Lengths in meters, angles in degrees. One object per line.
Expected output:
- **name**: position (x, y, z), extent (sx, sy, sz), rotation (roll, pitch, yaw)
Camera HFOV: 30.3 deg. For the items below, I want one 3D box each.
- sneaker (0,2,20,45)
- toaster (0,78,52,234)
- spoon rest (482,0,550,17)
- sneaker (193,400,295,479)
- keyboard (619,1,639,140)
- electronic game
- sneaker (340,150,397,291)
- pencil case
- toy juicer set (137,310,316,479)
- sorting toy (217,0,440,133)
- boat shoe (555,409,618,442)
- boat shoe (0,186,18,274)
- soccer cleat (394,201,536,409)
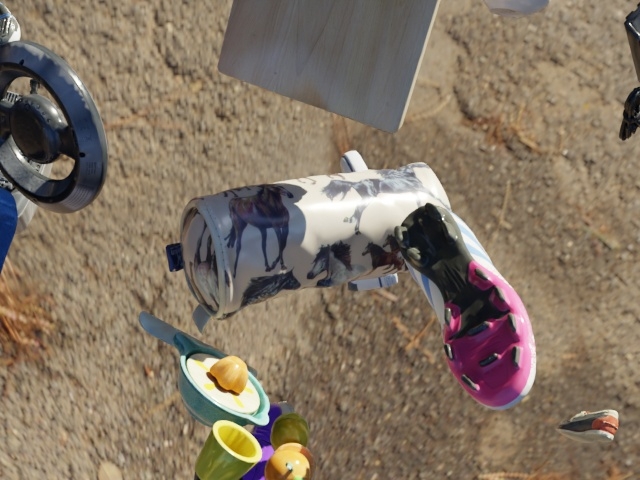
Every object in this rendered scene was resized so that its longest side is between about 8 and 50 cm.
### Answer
- **sneaker**: position (-0.460, -0.275, 1.612), extent (0.211, 0.081, 0.080), rotation (14, 65, 48)
- **toaster**: position (-0.454, -0.114, 1.697), extent (0.129, 0.146, 0.227), rotation (17, 73, -6)
- **spoon rest**: position (0.301, -0.473, 2.172), extent (0.276, 0.137, 0.084), rotation (9, 90, -28)
- **sneaker**: position (-0.109, 0.325, 1.709), extent (0.146, 0.102, 0.293), rotation (1, 24, -2)
- **keyboard**: position (0.246, -0.125, 0.851), extent (0.023, 0.180, 0.108), rotation (37, 87, 29)
- **electronic game**: position (-0.356, -0.142, 1.501), extent (0.229, 0.229, 0.048), rotation (46, 43, 11)
- **sneaker**: position (0.054, -0.034, 1.935), extent (0.091, 0.094, 0.258), rotation (-13, 58, 0)
- **pencil case**: position (0.000, 0.000, 1.640), extent (0.410, 0.184, 0.160), rotation (-10, 42, -30)
- **toy juicer set**: position (-0.100, 0.199, 1.544), extent (0.209, 0.089, 0.329), rotation (22, 22, -36)
- **sorting toy**: position (0.026, -0.304, 1.517), extent (0.255, 0.089, 0.257), rotation (21, 111, 11)
- **boat shoe**: position (0.409, 0.283, 1.808), extent (0.049, 0.137, 0.043), rotation (24, 73, -14)
- **boat shoe**: position (-0.462, 0.046, 1.537), extent (0.109, 0.089, 0.258), rotation (29, 95, -35)
- **soccer cleat**: position (0.203, 0.086, 1.494), extent (0.116, 0.143, 0.331), rotation (-36, 46, 15)
